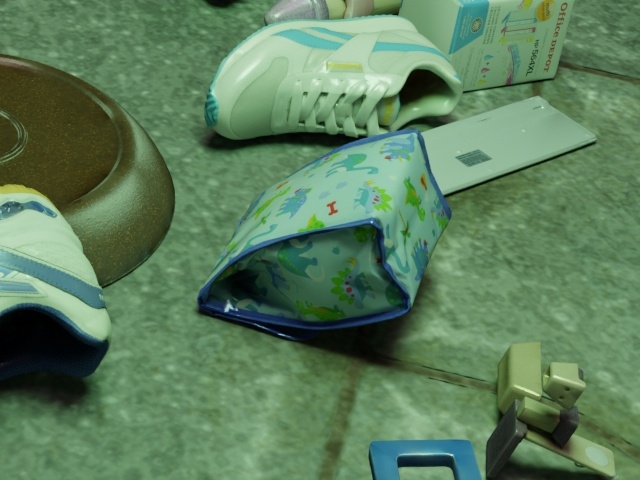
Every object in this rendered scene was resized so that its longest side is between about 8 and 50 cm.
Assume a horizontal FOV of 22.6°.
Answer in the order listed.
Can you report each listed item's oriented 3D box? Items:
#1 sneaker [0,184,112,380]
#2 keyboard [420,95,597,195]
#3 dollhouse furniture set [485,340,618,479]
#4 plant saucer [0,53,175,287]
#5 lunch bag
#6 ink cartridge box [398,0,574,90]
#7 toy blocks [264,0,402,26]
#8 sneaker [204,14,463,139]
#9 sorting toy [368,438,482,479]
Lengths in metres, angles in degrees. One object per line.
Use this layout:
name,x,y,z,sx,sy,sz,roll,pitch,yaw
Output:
sneaker,-0.261,0.061,0.934,0.296,0.112,0.131,-21,59,-28
keyboard,0.118,-0.071,1.311,0.256,0.014,0.072,-20,50,-36
dollhouse furniture set,0.163,0.101,1.028,0.081,0.091,0.114,24,31,-8
plant saucer,-0.258,-0.060,1.162,0.311,0.050,0.310,8,34,-5
lunch bag,0.000,0.000,1.106,0.151,0.096,0.129,-9,27,24
ink cartridge box,0.153,-0.198,1.429,0.143,0.092,0.090,-11,40,-27
toy blocks,-0.064,-0.351,1.416,0.309,0.288,0.260,37,37,28
sneaker,0.012,-0.125,1.293,0.229,0.087,0.092,-17,45,-32
sorting toy,0.079,0.239,0.828,0.196,0.047,0.347,-9,39,-19
